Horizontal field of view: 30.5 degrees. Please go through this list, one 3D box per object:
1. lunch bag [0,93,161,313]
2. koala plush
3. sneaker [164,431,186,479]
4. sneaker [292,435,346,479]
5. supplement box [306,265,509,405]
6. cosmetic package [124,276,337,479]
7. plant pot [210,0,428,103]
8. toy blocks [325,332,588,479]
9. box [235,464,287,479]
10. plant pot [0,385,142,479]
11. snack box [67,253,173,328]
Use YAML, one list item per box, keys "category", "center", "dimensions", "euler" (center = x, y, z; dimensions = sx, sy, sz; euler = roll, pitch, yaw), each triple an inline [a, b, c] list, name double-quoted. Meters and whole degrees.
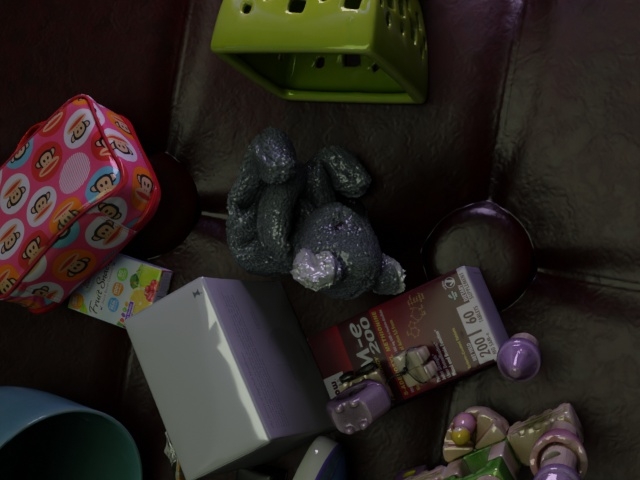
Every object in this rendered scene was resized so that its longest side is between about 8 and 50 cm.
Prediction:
- category: "lunch bag"
  center: [-0.388, -0.065, 1.714]
  dimensions: [0.293, 0.120, 0.258]
  euler: [-41, 53, 15]
- category: "koala plush"
  center: [0.000, 0.000, 1.509]
  dimensions: [0.221, 0.196, 0.203]
  euler: [41, 111, 36]
- category: "sneaker"
  center: [-0.205, 0.309, 1.678]
  dimensions: [0.037, 0.032, 0.083]
  euler: [-11, 77, 36]
- category: "sneaker"
  center: [0.059, 0.436, 1.512]
  dimensions: [0.236, 0.130, 0.323]
  euler: [14, 87, 14]
- category: "supplement box"
  center: [0.116, 0.139, 1.527]
  dimensions: [0.239, 0.073, 0.130]
  euler: [-27, 77, 20]
- category: "cosmetic package"
  center: [-0.111, 0.177, 1.538]
  dimensions: [0.138, 0.224, 0.224]
  euler: [-29, 75, 18]
- category: "plant pot"
  center: [0.015, -0.307, 1.527]
  dimensions: [0.227, 0.228, 0.207]
  euler: [4, 80, 23]
- category: "toy blocks"
  center: [0.170, 0.284, 1.352]
  dimensions: [0.288, 0.260, 0.309]
  euler: [-26, 94, 20]
- category: "box"
  center: [-0.086, 0.353, 1.602]
  dimensions: [0.052, 0.062, 0.083]
  euler: [10, 91, 22]
- category: "plant pot"
  center: [-0.436, 0.336, 1.643]
  dimensions: [0.235, 0.293, 0.293]
  euler: [19, 94, 42]
- category: "snack box"
  center: [-0.295, 0.073, 1.725]
  dimensions: [0.141, 0.037, 0.100]
  euler: [17, 91, 24]
